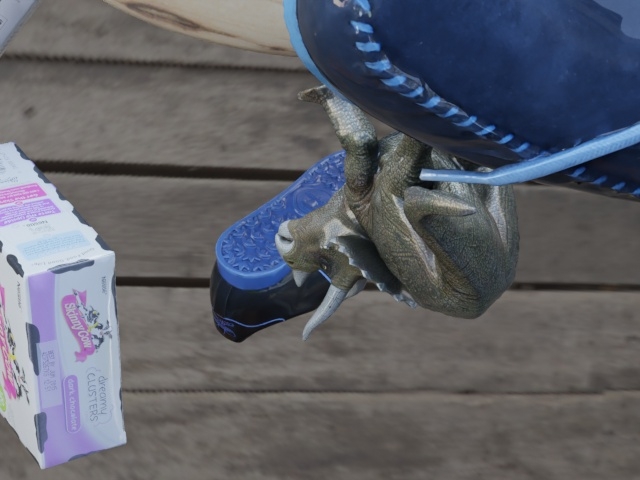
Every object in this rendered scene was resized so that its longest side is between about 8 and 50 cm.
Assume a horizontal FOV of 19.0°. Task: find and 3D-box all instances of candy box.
[{"bbox_3d":[-0.215,0.044,1.401,0.070,0.196,0.164,-15,123,-25],"label":"candy box"}]

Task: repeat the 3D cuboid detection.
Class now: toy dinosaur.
[{"bbox_3d":[0.065,-0.020,1.066,0.121,0.313,0.160,-21,102,-17],"label":"toy dinosaur"}]

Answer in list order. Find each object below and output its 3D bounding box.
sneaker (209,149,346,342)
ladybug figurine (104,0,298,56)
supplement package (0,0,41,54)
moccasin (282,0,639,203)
[{"bbox_3d":[0.000,0.000,1.540,0.232,0.090,0.081,-29,57,-34],"label":"sneaker"},{"bbox_3d":[-0.059,-0.296,1.433,0.449,0.162,0.305,21,89,-1],"label":"ladybug figurine"},{"bbox_3d":[-0.343,-0.257,1.718,0.198,0.199,0.262,37,93,-10],"label":"supplement package"},{"bbox_3d":[0.158,-0.067,0.646,0.342,0.117,0.137,5,106,-28],"label":"moccasin"}]
